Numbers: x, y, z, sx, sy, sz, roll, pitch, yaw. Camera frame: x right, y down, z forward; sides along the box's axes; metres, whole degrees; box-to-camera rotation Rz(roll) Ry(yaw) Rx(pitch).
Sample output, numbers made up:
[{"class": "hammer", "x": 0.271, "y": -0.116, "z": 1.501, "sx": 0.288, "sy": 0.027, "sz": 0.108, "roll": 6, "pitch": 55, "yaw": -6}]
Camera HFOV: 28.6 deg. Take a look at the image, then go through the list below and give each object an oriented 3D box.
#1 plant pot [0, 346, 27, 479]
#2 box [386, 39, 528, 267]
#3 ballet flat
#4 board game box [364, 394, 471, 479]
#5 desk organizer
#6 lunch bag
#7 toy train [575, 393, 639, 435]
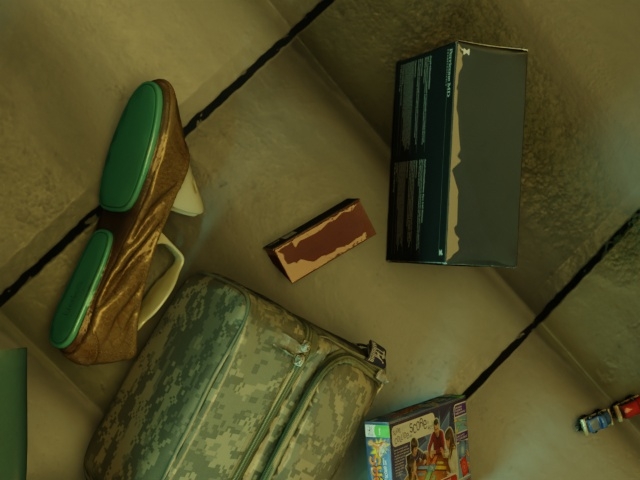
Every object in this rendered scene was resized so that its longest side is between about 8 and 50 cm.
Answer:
[{"class": "plant pot", "x": -0.424, "y": 0.238, "z": 1.225, "sx": 0.293, "sy": 0.293, "sz": 0.235, "roll": -6, "pitch": 87, "yaw": -17}, {"class": "box", "x": 0.165, "y": -0.099, "z": 1.541, "sx": 0.103, "sy": 0.184, "sz": 0.261, "roll": 3, "pitch": 89, "yaw": -17}, {"class": "ballet flat", "x": -0.208, "y": -0.013, "z": 1.473, "sx": 0.124, "sy": 0.116, "sz": 0.342, "roll": 20, "pitch": 84, "yaw": -36}, {"class": "board game box", "x": 0.124, "y": 0.272, "z": 1.542, "sx": 0.201, "sy": 0.035, "sz": 0.136, "roll": -4, "pitch": 91, "yaw": -57}, {"class": "desk organizer", "x": 0.000, "y": 0.000, "z": 1.561, "sx": 0.130, "sy": 0.047, "sz": 0.050, "roll": -30, "pitch": 101, "yaw": -15}, {"class": "lunch bag", "x": -0.083, "y": 0.214, "z": 1.460, "sx": 0.256, "sy": 0.212, "sz": 0.305, "roll": 32, "pitch": 81, "yaw": -31}, {"class": "toy train", "x": 0.415, "y": 0.227, "z": 1.693, "sx": 0.158, "sy": 0.036, "sz": 0.027, "roll": -20, "pitch": 95, "yaw": -16}]
